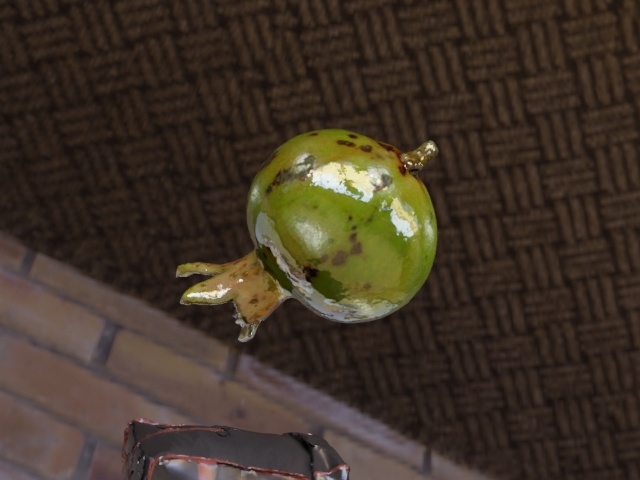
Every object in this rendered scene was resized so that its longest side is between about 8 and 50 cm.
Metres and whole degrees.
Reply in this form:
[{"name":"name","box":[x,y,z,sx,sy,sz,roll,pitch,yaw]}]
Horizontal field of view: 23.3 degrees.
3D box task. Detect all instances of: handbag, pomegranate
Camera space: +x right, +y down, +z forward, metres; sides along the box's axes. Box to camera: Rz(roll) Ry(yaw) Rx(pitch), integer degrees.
[{"name":"handbag","box":[-0.076,0.242,1.129,0.169,0.155,0.215,6,96,-20]},{"name":"pomegranate","box":[-0.007,-0.001,1.226,0.220,0.156,0.156,-23,116,31]}]
